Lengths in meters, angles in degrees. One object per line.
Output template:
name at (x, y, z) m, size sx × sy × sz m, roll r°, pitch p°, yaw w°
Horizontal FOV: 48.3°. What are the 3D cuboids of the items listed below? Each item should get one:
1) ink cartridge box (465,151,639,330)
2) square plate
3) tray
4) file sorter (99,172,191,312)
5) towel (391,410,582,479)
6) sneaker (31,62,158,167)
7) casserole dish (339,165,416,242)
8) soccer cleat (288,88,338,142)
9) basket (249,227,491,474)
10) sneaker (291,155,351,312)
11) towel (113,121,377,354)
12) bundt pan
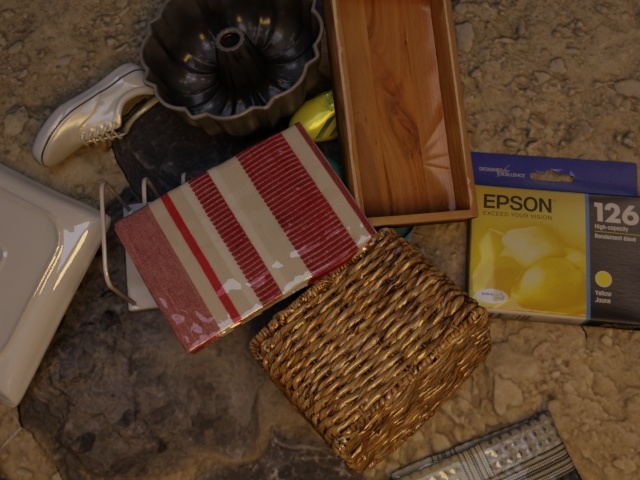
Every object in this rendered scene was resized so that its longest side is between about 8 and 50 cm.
ink cartridge box at (0.402, -0.012, 1.211) m, size 0.303 × 0.072 × 0.307 m, roll 4°, pitch 75°, yaw 3°
square plate at (-0.568, 0.046, 1.188) m, size 0.344 × 0.049 × 0.347 m, roll 25°, pitch 85°, yaw 14°
tray at (0.126, -0.228, 1.172) m, size 0.202 × 0.076 × 0.411 m, roll -5°, pitch 86°, yaw -13°
file sorter at (-0.201, -0.009, 1.173) m, size 0.277 × 0.173 × 0.193 m, roll -8°, pitch 73°, yaw -1°
towel at (0.267, 0.463, 1.082) m, size 0.324 × 0.056 × 0.312 m, roll -21°, pitch 76°, yaw -7°
sneaker at (-0.399, -0.216, 1.284) m, size 0.091 × 0.094 × 0.258 m, roll 41°, pitch 77°, yaw 17°
casserole dish at (0.083, -0.051, 1.248) m, size 0.114 × 0.037 × 0.188 m, roll -40°, pitch 75°, yaw -10°
soccer cleat at (0.074, -0.263, 1.270) m, size 0.289 × 0.121 × 0.093 m, roll -22°, pitch 73°, yaw -5°
basket at (0.085, 0.171, 1.098) m, size 0.299 × 0.213 × 0.223 m, roll -42°, pitch 58°, yaw -10°
sneaker at (0.000, 0.000, 1.166) m, size 0.108 × 0.121 × 0.302 m, roll -5°, pitch 81°, yaw 14°
towel at (-0.111, -0.011, 1.065) m, size 0.329 × 0.037 × 0.237 m, roll -31°, pitch 74°, yaw -9°
bundt pan at (-0.147, -0.320, 1.279) m, size 0.330 × 0.124 × 0.331 m, roll -4°, pitch 65°, yaw 8°
